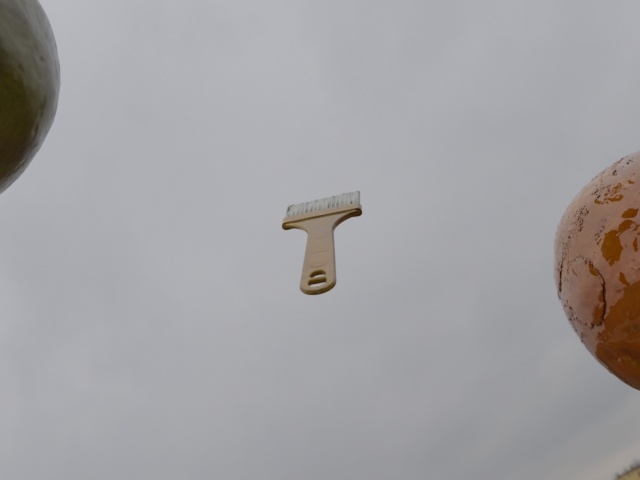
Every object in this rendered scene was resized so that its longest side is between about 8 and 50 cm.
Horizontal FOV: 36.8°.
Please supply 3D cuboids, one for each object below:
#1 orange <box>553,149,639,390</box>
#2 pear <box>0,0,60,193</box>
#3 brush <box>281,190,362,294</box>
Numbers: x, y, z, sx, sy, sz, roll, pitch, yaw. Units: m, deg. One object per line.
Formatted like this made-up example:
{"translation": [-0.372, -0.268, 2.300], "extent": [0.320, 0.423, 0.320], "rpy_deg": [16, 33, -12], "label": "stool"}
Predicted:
{"translation": [0.336, 0.023, 0.885], "extent": [0.240, 0.240, 0.240], "rpy_deg": [-24, -21, -10], "label": "orange"}
{"translation": [-0.416, -0.168, 0.842], "extent": [0.352, 0.352, 0.413], "rpy_deg": [-35, -8, 18], "label": "pear"}
{"translation": [0.000, 0.000, 1.145], "extent": [0.103, 0.013, 0.272], "rpy_deg": [-11, 23, 7], "label": "brush"}
